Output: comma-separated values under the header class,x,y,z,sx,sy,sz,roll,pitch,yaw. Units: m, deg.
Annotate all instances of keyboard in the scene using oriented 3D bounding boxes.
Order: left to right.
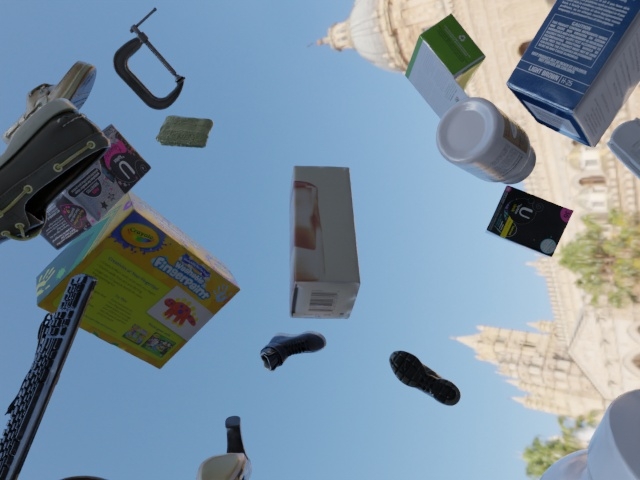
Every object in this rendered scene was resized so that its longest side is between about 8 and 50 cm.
class,x,y,z,sx,sy,sz,roll,pitch,yaw
keyboard,-0.425,0.203,0.773,0.033,0.201,0.318,27,-116,-29

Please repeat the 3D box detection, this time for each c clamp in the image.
class,x,y,z,sx,sy,sz,roll,pitch,yaw
c clamp,-0.328,-0.346,1.016,0.137,0.022,0.161,-37,-63,-2

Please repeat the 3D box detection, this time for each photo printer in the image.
class,x,y,z,sx,sy,sz,roll,pitch,yaw
photo printer,0.889,-0.209,1.376,0.256,0.107,0.307,51,-152,14

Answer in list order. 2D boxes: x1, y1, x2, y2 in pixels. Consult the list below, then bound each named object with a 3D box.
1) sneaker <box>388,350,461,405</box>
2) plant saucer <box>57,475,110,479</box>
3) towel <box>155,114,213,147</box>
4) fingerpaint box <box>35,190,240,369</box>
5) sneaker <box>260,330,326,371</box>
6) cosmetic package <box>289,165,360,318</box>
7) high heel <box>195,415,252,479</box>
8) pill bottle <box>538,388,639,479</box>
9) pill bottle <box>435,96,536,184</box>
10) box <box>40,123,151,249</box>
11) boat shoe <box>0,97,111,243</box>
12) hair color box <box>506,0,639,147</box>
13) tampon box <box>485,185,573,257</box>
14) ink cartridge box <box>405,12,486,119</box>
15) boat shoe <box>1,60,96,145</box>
class,x,y,z,sx,sy,sz,roll,pitch,yaw
sneaker,0.349,0.476,1.761,0.101,0.267,0.106,-53,-21,-7
plant saucer,-0.486,0.641,1.104,0.050,0.310,0.311,-53,-39,-83
towel,-0.388,-0.313,1.477,0.027,0.147,0.110,90,-172,-59
fingerpaint box,-0.530,0.127,1.546,0.371,0.163,0.445,-45,-50,1
sneaker,-0.103,0.384,1.778,0.163,0.226,0.086,-37,-66,-58
cosmetic package,0.000,0.000,1.079,0.153,0.129,0.296,99,171,-52
high heel,-0.194,0.524,1.083,0.261,0.093,0.187,-78,-14,-72
pill bottle,0.283,0.351,0.470,0.229,0.228,0.408,-24,-51,-48
pill bottle,0.342,-0.187,1.032,0.229,0.131,0.131,13,-98,-47
box,-0.525,-0.124,1.159,0.142,0.163,0.247,51,-150,-23
boat shoe,-0.422,-0.056,0.718,0.091,0.109,0.305,40,-94,-5
hair color box,0.402,-0.314,0.673,0.173,0.105,0.347,11,-66,-54
tampon box,0.498,-0.044,1.242,0.121,0.160,0.101,-67,-16,4
ink cartridge box,0.325,-0.361,1.209,0.097,0.189,0.255,-36,-97,-6
boat shoe,-0.638,-0.313,1.202,0.098,0.302,0.109,43,-158,-15
